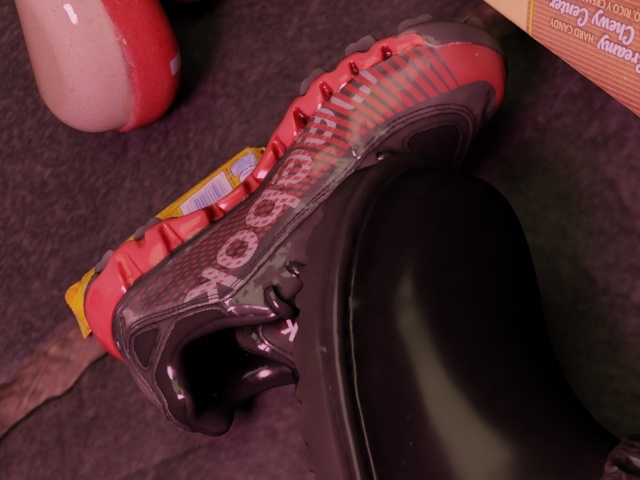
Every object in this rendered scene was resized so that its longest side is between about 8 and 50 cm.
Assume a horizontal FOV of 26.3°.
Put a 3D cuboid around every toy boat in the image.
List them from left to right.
[{"bbox_3d":[-0.134,-0.180,0.930,0.151,0.151,0.231,-16,47,-10],"label":"toy boat"}]

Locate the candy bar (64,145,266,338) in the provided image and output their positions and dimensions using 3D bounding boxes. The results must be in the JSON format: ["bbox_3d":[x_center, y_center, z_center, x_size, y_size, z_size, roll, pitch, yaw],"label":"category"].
[{"bbox_3d":[-0.093,-0.001,0.842,0.161,0.018,0.040,-38,50,9],"label":"candy bar"}]

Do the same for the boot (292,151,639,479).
[{"bbox_3d":[0.134,0.092,0.531,0.260,0.131,0.348,-22,61,32],"label":"boot"}]

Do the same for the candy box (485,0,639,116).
[{"bbox_3d":[0.152,-0.188,0.676,0.316,0.087,0.183,48,138,44],"label":"candy box"}]

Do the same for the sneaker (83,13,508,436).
[{"bbox_3d":[0.000,0.000,0.719,0.276,0.097,0.135,-40,45,10],"label":"sneaker"}]
